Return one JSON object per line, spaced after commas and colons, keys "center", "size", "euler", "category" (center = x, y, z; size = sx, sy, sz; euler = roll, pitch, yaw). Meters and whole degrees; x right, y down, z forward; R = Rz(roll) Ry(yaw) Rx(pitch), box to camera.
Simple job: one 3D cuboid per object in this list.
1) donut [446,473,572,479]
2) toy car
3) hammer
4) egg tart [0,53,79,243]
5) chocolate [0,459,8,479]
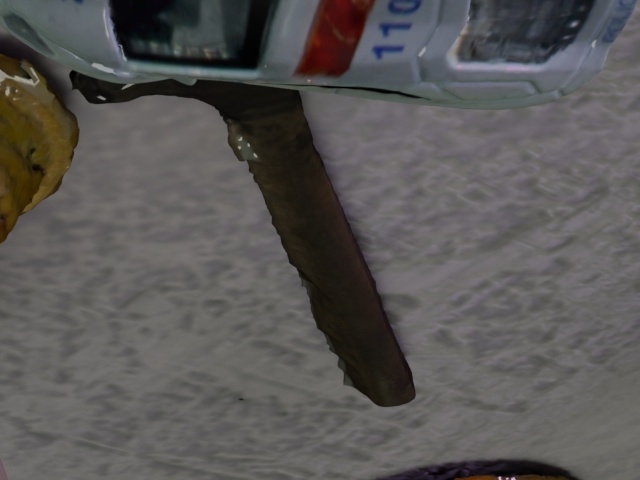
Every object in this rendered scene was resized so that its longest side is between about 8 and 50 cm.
{"center": [0.062, 0.190, 1.065], "size": [0.190, 0.075, 0.174], "euler": [-14, 150, 6], "category": "donut"}
{"center": [0.000, -0.081, 0.581], "size": [0.205, 0.056, 0.095], "euler": [1, 136, -21], "category": "toy car"}
{"center": [0.000, -0.001, 0.764], "size": [0.125, 0.027, 0.297], "euler": [-9, 150, 6], "category": "hammer"}
{"center": [-0.145, -0.022, 0.662], "size": [0.128, 0.049, 0.129], "euler": [-6, 150, -4], "category": "egg tart"}
{"center": [-0.263, 0.131, 0.638], "size": [0.326, 0.314, 0.297], "euler": [3, 164, 6], "category": "chocolate"}
